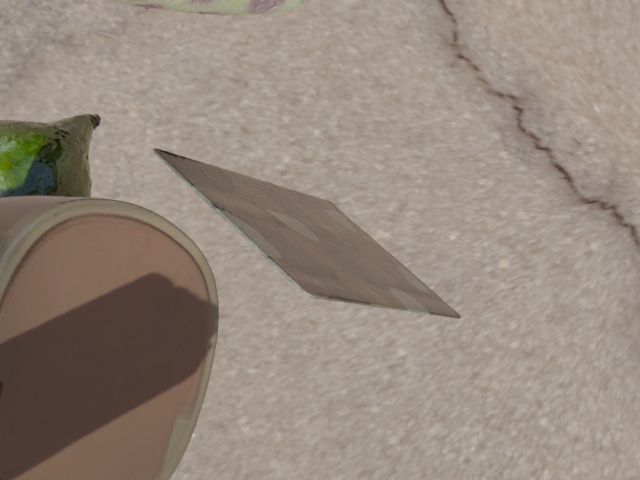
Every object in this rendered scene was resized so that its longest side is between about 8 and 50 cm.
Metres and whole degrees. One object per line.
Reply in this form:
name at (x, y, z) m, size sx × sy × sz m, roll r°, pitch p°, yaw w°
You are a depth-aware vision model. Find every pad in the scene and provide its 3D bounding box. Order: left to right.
pad at (0.000, 0.000, 0.766) m, size 0.158 × 0.235 × 0.003 m, roll 42°, pitch 104°, yaw 28°

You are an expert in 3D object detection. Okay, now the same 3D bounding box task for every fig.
fig at (-0.384, -0.104, 1.461) m, size 0.203 × 0.203 × 0.235 m, roll 20°, pitch 67°, yaw 16°

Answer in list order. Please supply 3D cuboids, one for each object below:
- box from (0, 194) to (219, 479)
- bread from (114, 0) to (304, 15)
box at (-0.266, 0.101, 1.009) m, size 0.216 × 0.301 × 0.301 m, roll 6°, pitch 95°, yaw 39°
bread at (-0.182, -0.367, 1.364) m, size 0.187 × 0.338 × 0.155 m, roll 27°, pitch 114°, yaw 39°
